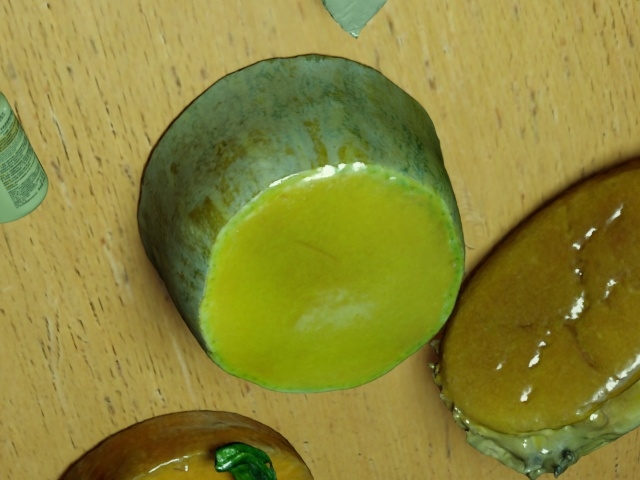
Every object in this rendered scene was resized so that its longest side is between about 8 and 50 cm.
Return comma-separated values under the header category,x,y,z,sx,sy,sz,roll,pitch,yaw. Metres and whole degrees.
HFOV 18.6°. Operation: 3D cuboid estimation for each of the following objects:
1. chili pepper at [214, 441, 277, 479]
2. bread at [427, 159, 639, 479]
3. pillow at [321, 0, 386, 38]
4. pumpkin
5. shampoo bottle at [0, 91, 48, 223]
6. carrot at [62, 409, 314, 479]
category,x,y,z,sx,sy,sz,roll,pitch,yaw
chili pepper,-0.078,0.279,2.125,0.073,0.050,0.182,-20,133,-14
bread,0.293,0.079,2.129,0.388,0.236,0.183,-45,144,4
pillow,0.022,-0.291,1.831,0.134,0.078,0.181,-30,125,21
pumpkin,0.000,0.000,1.969,0.332,0.199,0.332,-12,127,-16
shampoo bottle,-0.321,-0.096,1.847,0.079,0.079,0.162,-25,129,-2
carrot,-0.147,0.309,2.197,0.307,0.100,0.258,-3,127,-23
